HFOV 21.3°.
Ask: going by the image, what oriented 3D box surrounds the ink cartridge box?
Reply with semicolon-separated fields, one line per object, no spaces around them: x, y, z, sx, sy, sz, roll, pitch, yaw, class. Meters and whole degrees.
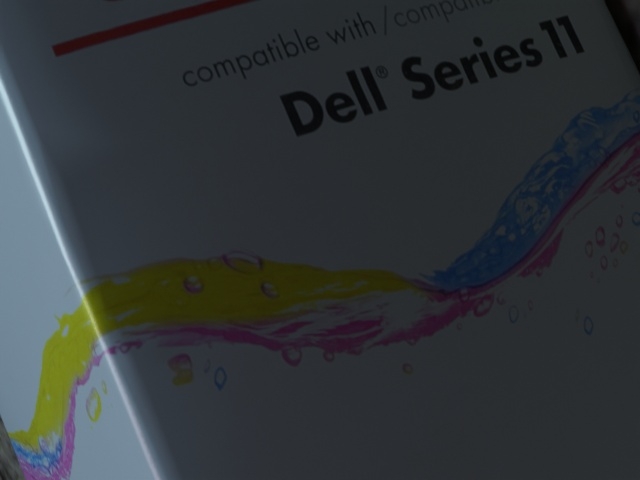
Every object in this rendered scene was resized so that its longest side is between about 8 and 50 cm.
0.000;0.000;0.534;0.353;0.207;0.119;66;152;9;ink cartridge box
